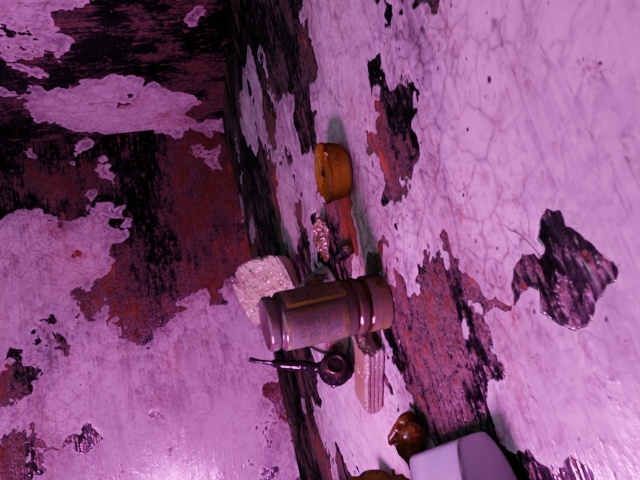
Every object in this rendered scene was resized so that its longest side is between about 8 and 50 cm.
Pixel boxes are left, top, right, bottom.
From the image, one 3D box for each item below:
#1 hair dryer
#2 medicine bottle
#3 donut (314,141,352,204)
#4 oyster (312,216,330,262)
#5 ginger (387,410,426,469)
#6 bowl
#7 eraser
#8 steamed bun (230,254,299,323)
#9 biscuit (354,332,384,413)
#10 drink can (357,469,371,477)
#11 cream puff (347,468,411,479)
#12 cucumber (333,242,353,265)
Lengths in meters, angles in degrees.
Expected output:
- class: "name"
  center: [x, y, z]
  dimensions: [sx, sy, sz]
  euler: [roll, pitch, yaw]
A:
- class: "hair dryer"
  center: [-0.070, 0.430, 1.753]
  dimensions: [0.303, 0.360, 0.120]
  euler: [98, 180, -70]
- class: "medicine bottle"
  center: [0.013, 0.184, 1.321]
  dimensions: [0.151, 0.323, 0.151]
  euler: [171, 90, -73]
- class: "donut"
  center: [0.036, -0.196, 1.470]
  dimensions: [0.190, 0.075, 0.174]
  euler: [-135, 37, -70]
- class: "oyster"
  center: [0.000, -0.007, 1.753]
  dimensions: [0.177, 0.056, 0.105]
  euler: [91, 169, -49]
- class: "ginger"
  center: [0.212, 0.495, 1.277]
  dimensions: [0.103, 0.073, 0.162]
  euler: [-127, 30, -60]
- class: "bowl"
  center: [-0.027, 0.266, 1.817]
  dimensions: [0.337, 0.158, 0.337]
  euler: [170, 90, -75]
- class: "eraser"
  center: [0.275, 0.493, 1.005]
  dimensions: [0.290, 0.104, 0.189]
  euler: [109, 142, -60]
- class: "steamed bun"
  center: [-0.193, 0.201, 2.260]
  dimensions: [0.272, 0.273, 0.290]
  euler: [-11, 92, 31]
- class: "biscuit"
  center: [0.137, 0.380, 1.487]
  dimensions: [0.108, 0.062, 0.238]
  euler: [-128, 32, -59]
- class: "drink can"
  center: [0.174, 0.749, 1.485]
  dimensions: [0.205, 0.118, 0.118]
  euler: [177, 83, -75]
- class: "cream puff"
  center: [0.161, 0.671, 1.226]
  dimensions: [0.291, 0.257, 0.324]
  euler: [-36, 98, 34]
- class: "cucumber"
  center: [0.064, 0.044, 1.587]
  dimensions: [0.039, 0.043, 0.163]
  euler: [-65, 8, -19]
